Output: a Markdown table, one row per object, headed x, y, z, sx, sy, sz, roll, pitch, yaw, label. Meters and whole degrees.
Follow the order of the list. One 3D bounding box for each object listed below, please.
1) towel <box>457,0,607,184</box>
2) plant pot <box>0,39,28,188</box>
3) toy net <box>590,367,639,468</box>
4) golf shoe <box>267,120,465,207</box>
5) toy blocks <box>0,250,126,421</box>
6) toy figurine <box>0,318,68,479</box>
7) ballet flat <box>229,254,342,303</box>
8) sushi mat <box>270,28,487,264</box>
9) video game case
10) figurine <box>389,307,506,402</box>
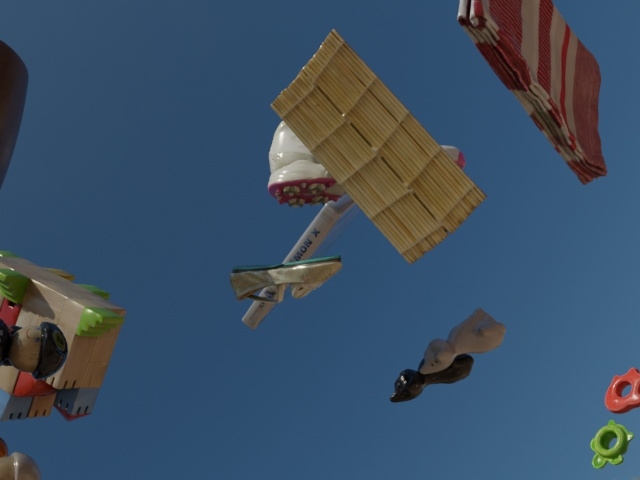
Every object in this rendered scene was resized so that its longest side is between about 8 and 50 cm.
| x | y | z | sx | sy | sz | roll | pitch | yaw | label |
| --- | --- | --- | --- | --- | --- | --- | --- | --- | --- |
| 0.279 | -0.251 | 0.890 | 0.329 | 0.037 | 0.236 | 37 | -131 | -36 | towel |
| -0.473 | -0.151 | 0.880 | 0.215 | 0.216 | 0.230 | 52 | -135 | -43 | plant pot |
| 0.323 | 0.107 | 0.597 | 0.045 | 0.122 | 0.232 | 35 | -103 | -21 | toy net |
| 0.068 | -0.136 | 1.080 | 0.307 | 0.140 | 0.115 | -5 | -21 | -6 | golf shoe |
| -0.514 | 0.193 | 1.243 | 0.191 | 0.382 | 0.260 | 16 | -87 | -60 | toy blocks |
| -0.370 | 0.174 | 0.744 | 0.148 | 0.210 | 0.212 | 11 | -102 | -31 | toy figurine |
| -0.040 | 0.051 | 0.881 | 0.057 | 0.168 | 0.052 | -7 | -90 | -57 | ballet flat |
| 0.075 | -0.126 | 0.981 | 0.151 | 0.316 | 0.019 | -43 | -5 | 27 | sushi mat |
| 0.000 | 0.000 | 1.360 | 0.300 | 0.036 | 0.329 | -53 | -5 | 28 | video game case |
| 0.257 | 0.248 | 1.461 | 0.210 | 0.092 | 0.214 | -21 | -26 | -37 | figurine |
